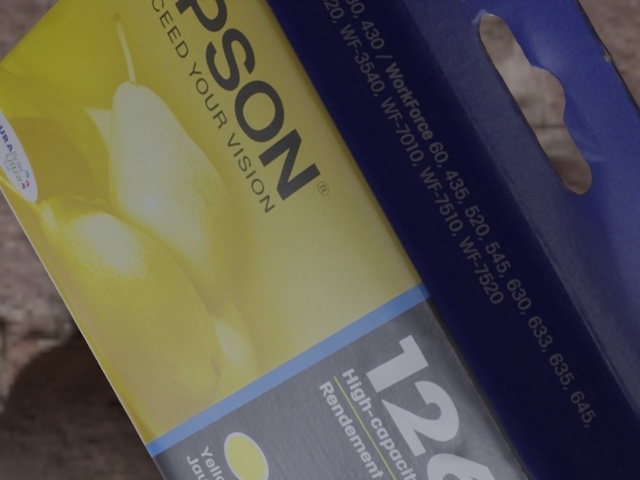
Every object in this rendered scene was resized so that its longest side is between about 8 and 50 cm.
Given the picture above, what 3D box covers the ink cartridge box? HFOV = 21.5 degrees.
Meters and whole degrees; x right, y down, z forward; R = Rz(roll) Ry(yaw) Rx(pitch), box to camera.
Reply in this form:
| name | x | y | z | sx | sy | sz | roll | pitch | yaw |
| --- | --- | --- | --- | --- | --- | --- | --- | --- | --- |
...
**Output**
| name | x | y | z | sx | sy | sz | roll | pitch | yaw |
| --- | --- | --- | --- | --- | --- | --- | --- | --- | --- |
| ink cartridge box | 0.000 | 0.000 | 0.708 | 0.072 | 0.303 | 0.307 | -25 | 173 | -40 |
